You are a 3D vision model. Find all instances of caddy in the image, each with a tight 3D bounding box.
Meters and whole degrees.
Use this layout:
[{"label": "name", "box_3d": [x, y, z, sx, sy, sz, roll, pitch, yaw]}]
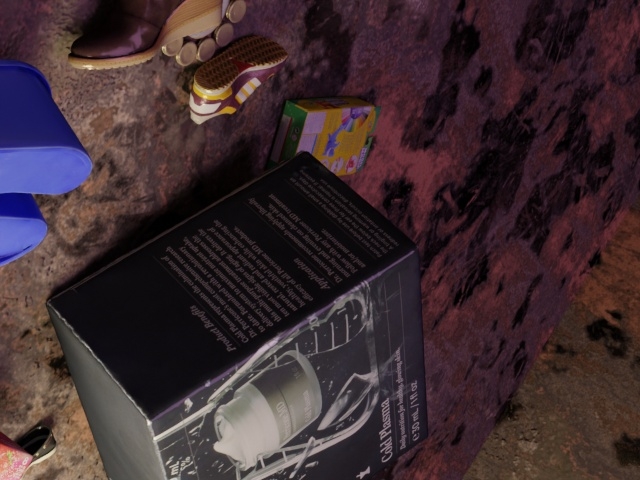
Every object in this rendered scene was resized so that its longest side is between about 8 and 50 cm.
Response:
[{"label": "caddy", "box_3d": [-0.429, -0.091, 1.524, 0.241, 0.179, 0.341, -48, 158, 28]}]

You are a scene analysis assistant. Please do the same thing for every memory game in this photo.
[{"label": "memory game", "box_3d": [-0.163, -0.331, 1.886, 0.186, 0.012, 0.186, -37, 142, -36]}]

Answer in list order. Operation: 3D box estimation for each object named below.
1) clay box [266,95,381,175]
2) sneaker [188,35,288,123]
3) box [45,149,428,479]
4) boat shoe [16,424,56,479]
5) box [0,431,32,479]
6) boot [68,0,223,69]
[{"label": "clay box", "box_3d": [0.010, -0.171, 2.246, 0.222, 0.053, 0.127, -12, 124, -55]}, {"label": "sneaker", "box_3d": [-0.124, -0.235, 1.984, 0.185, 0.069, 0.084, -31, 155, -39]}, {"label": "box", "box_3d": [-0.105, 0.204, 2.073, 0.472, 0.297, 0.480, -31, 140, -21]}, {"label": "boat shoe", "box_3d": [-0.442, 0.319, 1.977, 0.133, 0.049, 0.042, -39, 138, -37]}, {"label": "box", "box_3d": [-0.511, 0.273, 1.750, 0.123, 0.128, 0.257, -58, 150, -6]}, {"label": "boot", "box_3d": [-0.234, -0.343, 1.726, 0.248, 0.090, 0.207, -29, 123, -33]}]
